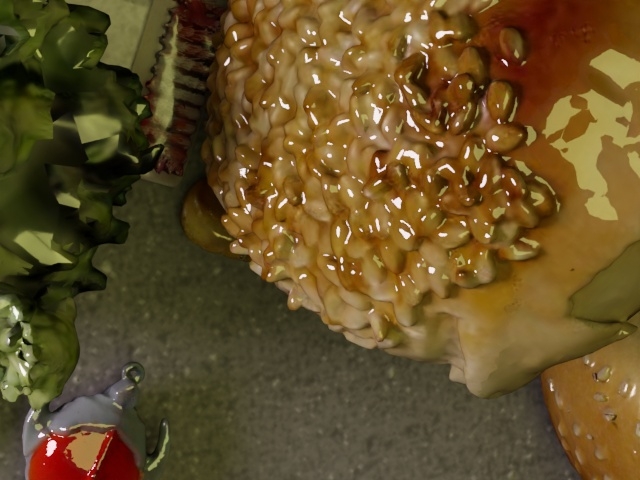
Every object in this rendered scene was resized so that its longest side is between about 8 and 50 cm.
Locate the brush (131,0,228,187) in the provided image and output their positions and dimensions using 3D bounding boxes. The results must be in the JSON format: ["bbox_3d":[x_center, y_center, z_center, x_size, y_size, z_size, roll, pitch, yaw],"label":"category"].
[{"bbox_3d":[-0.078,-0.196,1.291,0.060,0.050,0.321,16,91,-15],"label":"brush"}]

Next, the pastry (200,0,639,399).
[{"bbox_3d":[0.091,-0.105,1.166,0.245,0.409,0.410,24,89,-41],"label":"pastry"}]

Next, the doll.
[{"bbox_3d":[-0.175,0.172,1.302,0.104,0.062,0.195,29,96,-2],"label":"doll"}]

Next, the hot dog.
[{"bbox_3d":[0.000,0.000,1.340,0.215,0.047,0.066,7,58,-19],"label":"hot dog"}]

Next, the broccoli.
[{"bbox_3d":[-0.269,-0.070,1.120,0.347,0.281,0.293,16,91,-16],"label":"broccoli"}]

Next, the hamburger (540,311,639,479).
[{"bbox_3d":[0.372,0.174,1.363,0.268,0.287,0.445,-40,105,-7],"label":"hamburger"}]
